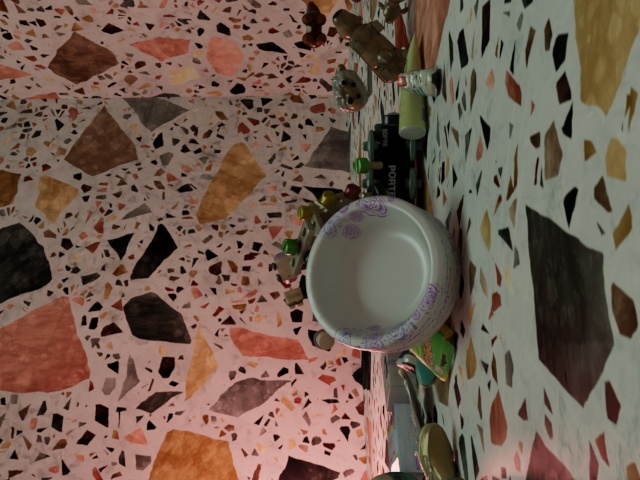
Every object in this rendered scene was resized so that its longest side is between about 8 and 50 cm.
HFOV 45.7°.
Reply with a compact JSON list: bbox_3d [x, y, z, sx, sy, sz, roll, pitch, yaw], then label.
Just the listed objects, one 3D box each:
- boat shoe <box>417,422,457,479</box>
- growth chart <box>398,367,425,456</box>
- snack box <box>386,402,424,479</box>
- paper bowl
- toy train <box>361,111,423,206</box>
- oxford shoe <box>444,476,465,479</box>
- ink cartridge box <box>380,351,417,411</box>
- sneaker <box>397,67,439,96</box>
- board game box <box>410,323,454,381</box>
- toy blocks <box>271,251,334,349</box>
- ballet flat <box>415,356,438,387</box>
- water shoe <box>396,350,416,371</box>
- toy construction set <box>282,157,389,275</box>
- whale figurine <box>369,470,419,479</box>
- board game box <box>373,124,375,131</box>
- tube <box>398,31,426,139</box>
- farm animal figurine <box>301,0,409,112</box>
[{"bbox_3d":[0.232,0.439,1.428,0.072,0.068,0.189,147,113,-74],"label":"boat shoe"},{"bbox_3d":[0.218,0.405,1.709,0.172,0.021,0.237,63,-166,-47],"label":"growth chart"},{"bbox_3d":[0.211,0.523,1.900,0.207,0.070,0.174,90,179,-59],"label":"snack box"},{"bbox_3d":[0.125,0.067,1.420,0.148,0.284,0.284,17,-113,-55],"label":"paper bowl"},{"bbox_3d":[0.174,-0.132,1.810,0.190,0.142,0.333,-12,-79,-82],"label":"toy train"},{"bbox_3d":[0.229,0.543,1.177,0.130,0.123,0.348,-1,-91,-65],"label":"oxford shoe"},{"bbox_3d":[0.204,0.343,1.989,0.127,0.073,0.175,91,178,-45],"label":"ink cartridge box"},{"bbox_3d":[0.200,-0.326,1.579,0.161,0.076,0.057,-99,8,-81],"label":"sneaker"},{"bbox_3d":[0.176,0.160,1.521,0.259,0.039,0.124,46,151,34],"label":"board game box"},{"bbox_3d":[0.049,0.125,2.020,0.260,0.309,0.288,175,75,-82],"label":"toy blocks"},{"bbox_3d":[0.231,0.231,1.600,0.052,0.057,0.168,42,-136,-53],"label":"ballet flat"},{"bbox_3d":[0.223,0.262,1.730,0.080,0.073,0.203,-63,-5,-9],"label":"water shoe"},{"bbox_3d":[0.000,0.000,1.689,0.309,0.237,0.257,131,130,-57],"label":"toy construction set"},{"bbox_3d":[0.206,0.627,1.678,0.272,0.141,0.216,37,133,56],"label":"whale figurine"},{"bbox_3d":[0.198,-0.288,2.575,0.186,0.026,0.126,-92,2,-46],"label":"board game box"},{"bbox_3d":[0.207,-0.346,1.721,0.070,0.062,0.240,-19,60,45],"label":"tube"},{"bbox_3d":[0.122,-0.528,1.893,0.326,0.330,0.172,60,-178,-13],"label":"farm animal figurine"}]
